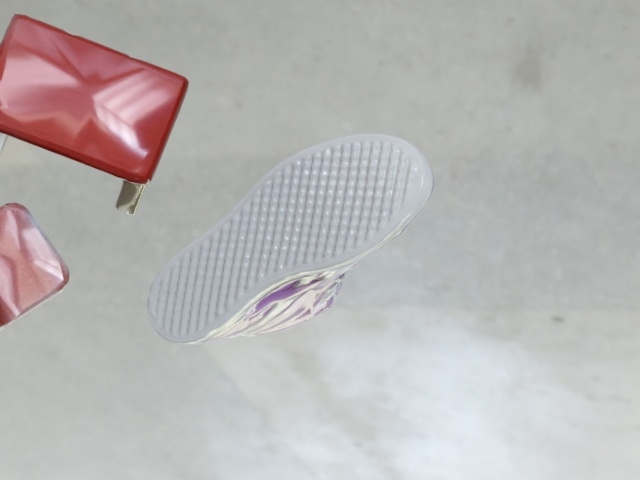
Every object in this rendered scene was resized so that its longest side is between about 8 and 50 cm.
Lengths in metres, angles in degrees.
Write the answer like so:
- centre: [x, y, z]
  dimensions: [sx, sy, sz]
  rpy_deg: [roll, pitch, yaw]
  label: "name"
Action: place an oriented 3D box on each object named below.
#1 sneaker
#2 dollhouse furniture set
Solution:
- centre: [-0.001, -0.001, 1.376]
  dimensions: [0.282, 0.102, 0.161]
  rpy_deg: [-29, 161, 28]
  label: "sneaker"
- centre: [-0.274, -0.067, 0.830]
  dimensions: [0.374, 0.201, 0.152]
  rpy_deg: [20, 168, -4]
  label: "dollhouse furniture set"
